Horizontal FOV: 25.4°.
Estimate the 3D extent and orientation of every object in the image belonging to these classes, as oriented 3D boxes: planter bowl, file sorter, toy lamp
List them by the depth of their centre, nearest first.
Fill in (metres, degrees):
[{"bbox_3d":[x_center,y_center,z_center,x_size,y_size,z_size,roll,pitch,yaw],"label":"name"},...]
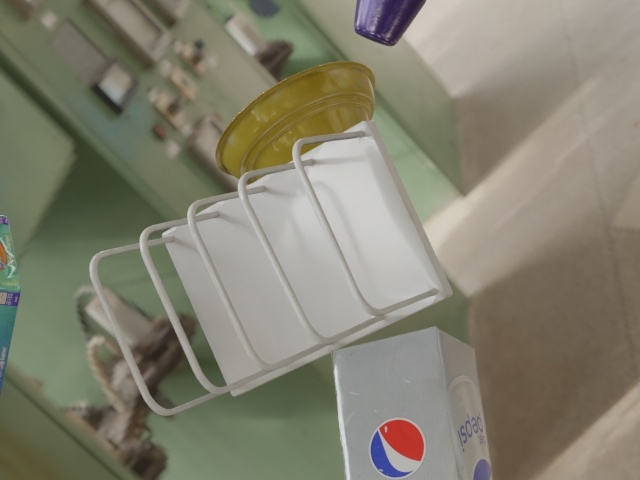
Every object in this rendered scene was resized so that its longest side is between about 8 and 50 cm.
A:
[{"bbox_3d":[-0.054,0.032,1.392,0.277,0.193,0.173,-27,-6,28],"label":"file sorter"},{"bbox_3d":[0.108,-0.344,1.525,0.275,0.080,0.080,-67,17,4],"label":"toy lamp"},{"bbox_3d":[-0.009,-0.109,1.684,0.217,0.090,0.217,-26,-22,-11],"label":"planter bowl"}]

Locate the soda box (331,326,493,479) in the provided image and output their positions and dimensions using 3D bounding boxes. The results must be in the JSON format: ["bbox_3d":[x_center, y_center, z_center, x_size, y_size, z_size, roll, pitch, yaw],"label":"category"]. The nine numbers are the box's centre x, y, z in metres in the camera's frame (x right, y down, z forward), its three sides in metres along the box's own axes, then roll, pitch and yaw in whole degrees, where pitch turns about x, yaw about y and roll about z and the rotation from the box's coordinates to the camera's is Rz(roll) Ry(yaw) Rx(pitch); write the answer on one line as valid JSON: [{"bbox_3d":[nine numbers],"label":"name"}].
[{"bbox_3d":[0.083,0.220,1.110,0.098,0.091,0.286,-15,68,22],"label":"soda box"}]

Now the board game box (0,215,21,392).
[{"bbox_3d":[-0.365,0.099,1.514,0.160,0.047,0.210,-120,41,-57],"label":"board game box"}]
